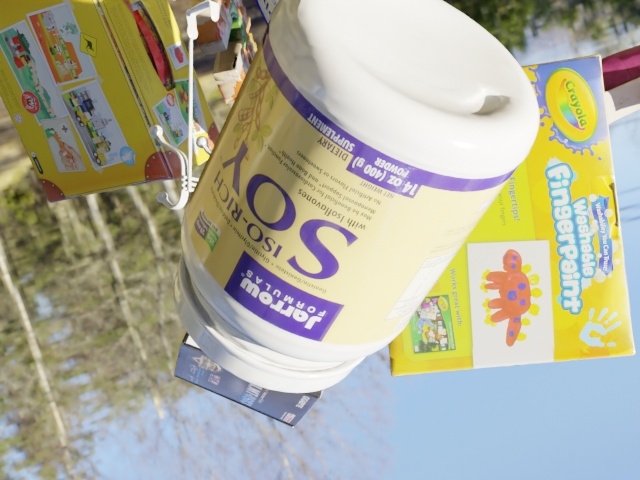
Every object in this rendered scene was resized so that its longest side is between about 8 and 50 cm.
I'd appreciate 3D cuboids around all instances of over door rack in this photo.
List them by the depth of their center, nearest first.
[{"bbox_3d":[-0.157,-0.202,1.616,0.108,0.324,0.239,10,-179,36],"label":"over door rack"}]

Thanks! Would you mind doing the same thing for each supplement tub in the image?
[{"bbox_3d":[0.015,-0.043,0.883,0.241,0.241,0.331,-24,152,-47],"label":"supplement tub"}]

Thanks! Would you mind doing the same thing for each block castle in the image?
[{"bbox_3d":[-0.087,-0.465,2.095,0.303,0.453,0.212,-8,-133,14],"label":"block castle"}]

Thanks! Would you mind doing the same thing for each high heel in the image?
[{"bbox_3d":[0.488,-0.278,1.718,0.377,0.127,0.181,1,-134,19],"label":"high heel"}]

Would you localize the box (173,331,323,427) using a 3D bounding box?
[{"bbox_3d":[-0.151,0.277,2.033,0.295,0.293,0.073,120,-6,-66],"label":"box"}]

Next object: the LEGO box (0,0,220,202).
[{"bbox_3d":[-0.471,-0.356,2.003,0.373,0.500,0.193,-7,-158,34],"label":"LEGO box"}]

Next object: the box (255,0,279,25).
[{"bbox_3d":[-0.045,-0.344,1.248,0.072,0.126,0.137,-21,162,-13],"label":"box"}]

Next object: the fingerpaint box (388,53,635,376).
[{"bbox_3d":[0.272,-0.035,1.532,0.371,0.444,0.163,-8,-176,13],"label":"fingerpaint box"}]
